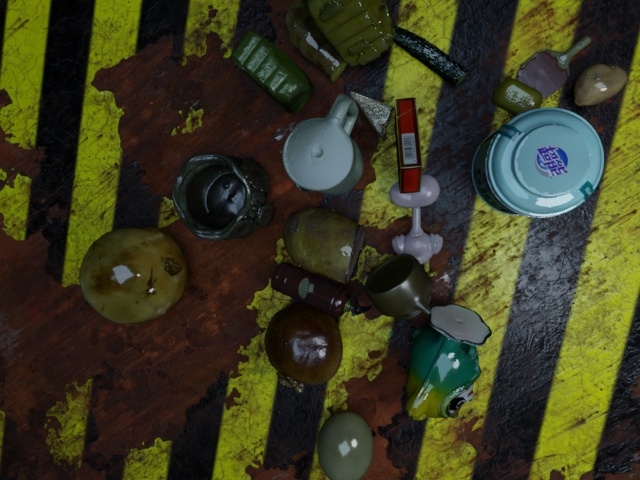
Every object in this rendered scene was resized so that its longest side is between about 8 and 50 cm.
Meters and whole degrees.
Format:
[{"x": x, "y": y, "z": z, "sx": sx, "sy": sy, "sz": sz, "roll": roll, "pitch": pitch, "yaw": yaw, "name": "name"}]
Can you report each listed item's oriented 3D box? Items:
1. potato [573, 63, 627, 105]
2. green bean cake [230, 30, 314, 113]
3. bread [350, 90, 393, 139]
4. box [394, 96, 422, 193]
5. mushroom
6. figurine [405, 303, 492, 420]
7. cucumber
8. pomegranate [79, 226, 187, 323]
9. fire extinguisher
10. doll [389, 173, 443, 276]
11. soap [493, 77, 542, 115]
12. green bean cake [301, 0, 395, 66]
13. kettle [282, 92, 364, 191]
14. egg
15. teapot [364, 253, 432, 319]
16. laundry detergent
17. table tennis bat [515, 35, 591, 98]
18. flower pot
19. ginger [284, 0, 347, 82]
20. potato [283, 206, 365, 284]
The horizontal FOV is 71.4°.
[{"x": 0.805, "y": -0.454, "z": 1.289, "sx": 0.146, "sy": 0.112, "sz": 0.112, "roll": -27, "pitch": 90, "yaw": 3, "name": "potato"}, {"x": -0.140, "y": -0.511, "z": 1.380, "sx": 0.248, "sy": 0.222, "sz": 0.125, "roll": 38, "pitch": 98, "yaw": 2, "name": "green bean cake"}, {"x": 0.150, "y": -0.398, "z": 1.414, "sx": 0.152, "sy": 0.077, "sz": 0.105, "roll": 22, "pitch": 97, "yaw": 8, "name": "bread"}, {"x": 0.259, "y": -0.280, "z": 1.322, "sx": 0.074, "sy": 0.153, "sz": 0.240, "roll": -4, "pitch": 67, "yaw": 12, "name": "box"}, {"x": -0.058, "y": 0.352, "z": 1.449, "sx": 0.263, "sy": 0.195, "sz": 0.283, "roll": 10, "pitch": 96, "yaw": 3, "name": "mushroom"}, {"x": 0.366, "y": 0.378, "z": 1.346, "sx": 0.231, "sy": 0.323, "sz": 0.340, "roll": 27, "pitch": 117, "yaw": 30, "name": "figurine"}, {"x": 0.323, "y": -0.582, "z": 1.377, "sx": 0.293, "sy": 0.067, "sz": 0.068, "roll": 39, "pitch": 99, "yaw": 7, "name": "cucumber"}, {"x": -0.617, "y": 0.113, "z": 1.481, "sx": 0.332, "sy": 0.332, "sz": 0.333, "roll": 1, "pitch": 95, "yaw": 9, "name": "pomegranate"}, {"x": 0.007, "y": 0.164, "z": 1.420, "sx": 0.343, "sy": 0.102, "sz": 0.138, "roll": 21, "pitch": 141, "yaw": 21, "name": "fire extinguisher"}, {"x": 0.301, "y": -0.062, "z": 1.408, "sx": 0.160, "sy": 0.094, "sz": 0.366, "roll": -3, "pitch": 93, "yaw": 17, "name": "doll"}, {"x": 0.598, "y": -0.430, "z": 1.349, "sx": 0.140, "sy": 0.045, "sz": 0.089, "roll": 30, "pitch": 118, "yaw": 6, "name": "soap"}, {"x": 0.109, "y": -0.718, "z": 1.312, "sx": 0.202, "sy": 0.285, "sz": 0.310, "roll": -16, "pitch": 60, "yaw": 33, "name": "green bean cake"}, {"x": 0.039, "y": -0.258, "z": 1.322, "sx": 0.265, "sy": 0.318, "sz": 0.205, "roll": -33, "pitch": 87, "yaw": 11, "name": "kettle"}, {"x": 0.080, "y": 0.679, "z": 1.455, "sx": 0.185, "sy": 0.186, "sz": 0.242, "roll": 9, "pitch": 100, "yaw": 9, "name": "egg"}, {"x": 0.247, "y": 0.159, "z": 1.358, "sx": 0.185, "sy": 0.267, "sz": 0.175, "roll": -38, "pitch": 109, "yaw": -8, "name": "teapot"}, {"x": 0.592, "y": -0.209, "z": 1.240, "sx": 0.287, "sy": 0.305, "sz": 0.288, "roll": 1, "pitch": 95, "yaw": 10, "name": "laundry detergent"}, {"x": 0.703, "y": -0.527, "z": 1.342, "sx": 0.234, "sy": 0.022, "sz": 0.131, "roll": -40, "pitch": 88, "yaw": 11, "name": "table tennis bat"}, {"x": -0.304, "y": -0.138, "z": 1.440, "sx": 0.301, "sy": 0.213, "sz": 0.302, "roll": 1, "pitch": 94, "yaw": 10, "name": "flower pot"}, {"x": -0.018, "y": -0.629, "z": 1.410, "sx": 0.263, "sy": 0.116, "sz": 0.109, "roll": 51, "pitch": 135, "yaw": -3, "name": "ginger"}, {"x": 0.000, "y": 0.000, "z": 1.414, "sx": 0.265, "sy": 0.229, "sz": 0.230, "roll": 15, "pitch": 97, "yaw": 16, "name": "potato"}]
